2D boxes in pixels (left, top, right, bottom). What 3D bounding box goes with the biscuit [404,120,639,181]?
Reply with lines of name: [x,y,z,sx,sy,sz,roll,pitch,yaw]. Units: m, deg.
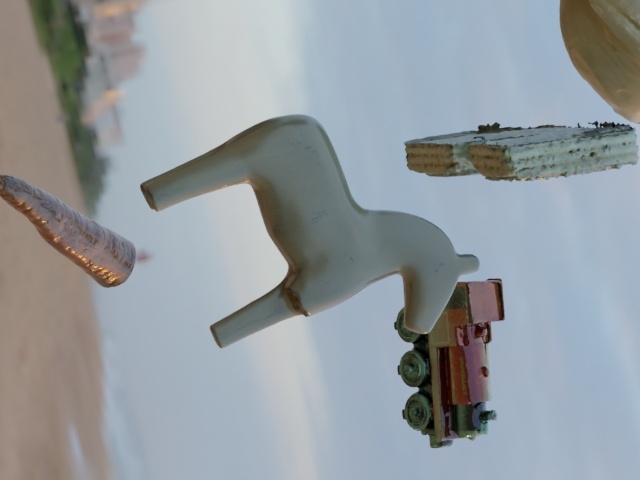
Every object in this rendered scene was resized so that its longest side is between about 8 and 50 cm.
biscuit: [0.192,-0.088,1.965,0.250,0.147,0.046,-169,-109,-67]

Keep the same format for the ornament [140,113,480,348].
ornament: [0.000,0.000,1.732,0.230,0.245,0.061,66,-9,-8]

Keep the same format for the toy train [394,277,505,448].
toy train: [0.138,0.127,2.066,0.118,0.074,0.176,-10,-97,51]

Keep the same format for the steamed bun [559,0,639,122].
steamed bun: [0.352,-0.272,1.969,0.276,0.289,0.203,38,0,-15]

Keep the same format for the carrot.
carrot: [-0.265,-0.019,2.024,0.224,0.057,0.057,42,25,-53]
